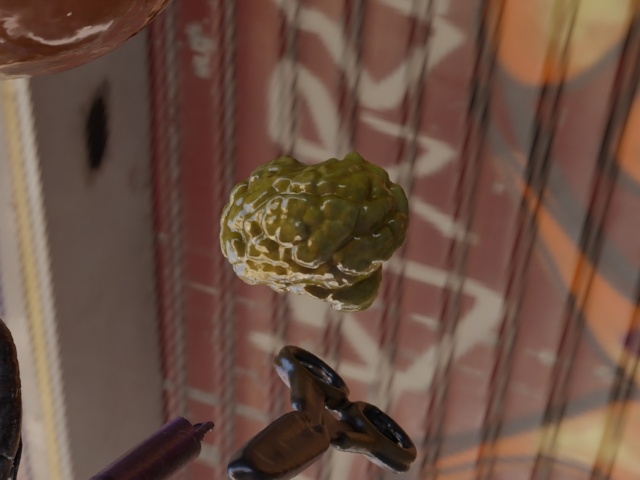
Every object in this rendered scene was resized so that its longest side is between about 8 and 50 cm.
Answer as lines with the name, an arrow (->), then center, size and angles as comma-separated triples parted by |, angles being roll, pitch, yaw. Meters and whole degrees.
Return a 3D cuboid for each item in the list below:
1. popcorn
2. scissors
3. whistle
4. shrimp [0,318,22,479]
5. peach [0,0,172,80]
popcorn -> 0.000, 0.000, 1.918 | 0.200, 0.226, 0.203 | -110, -3, -65
scissors -> -0.006, 0.087, 0.734 | 0.017, 0.088, 0.220 | -49, -8, 10
whistle -> -0.112, 0.145, 1.043 | 0.176, 0.033, 0.033 | -28, -47, -69
shrimp -> -0.216, 0.128, 1.036 | 0.056, 0.065, 0.165 | 4, -76, -31
peach -> -0.182, -0.252, 0.867 | 0.343, 0.302, 0.343 | 17, -113, -47
